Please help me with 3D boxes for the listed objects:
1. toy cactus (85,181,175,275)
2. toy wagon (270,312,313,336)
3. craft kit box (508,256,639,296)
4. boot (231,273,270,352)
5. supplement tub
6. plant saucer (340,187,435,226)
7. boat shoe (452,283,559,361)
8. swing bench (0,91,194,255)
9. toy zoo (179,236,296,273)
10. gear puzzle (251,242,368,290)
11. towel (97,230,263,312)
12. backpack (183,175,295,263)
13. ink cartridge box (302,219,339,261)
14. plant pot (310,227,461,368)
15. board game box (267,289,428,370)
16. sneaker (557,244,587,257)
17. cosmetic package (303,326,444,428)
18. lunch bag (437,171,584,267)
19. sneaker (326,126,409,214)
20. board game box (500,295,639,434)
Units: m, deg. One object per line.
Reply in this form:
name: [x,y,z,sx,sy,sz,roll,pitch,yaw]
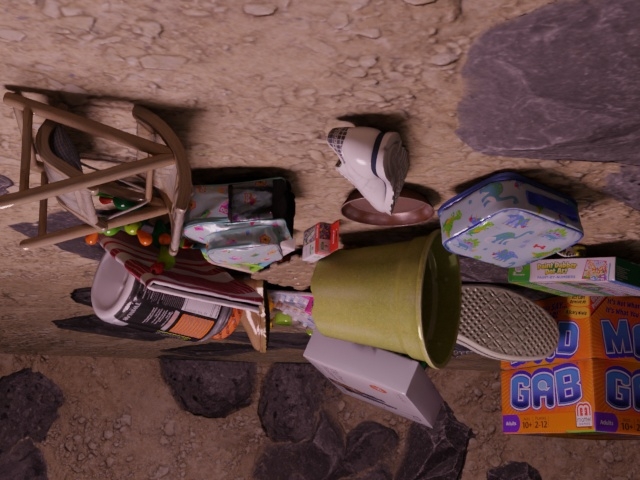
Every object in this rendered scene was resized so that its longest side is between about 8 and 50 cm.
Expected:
toy cactus: [-0.313,-0.030,1.384,0.219,0.112,0.180,35,-147,19]
toy wagon: [0.004,0.243,2.408,0.345,0.068,0.267,4,164,-2]
craft kit box: [0.582,0.083,1.715,0.247,0.060,0.250,-8,164,44]
boot: [-0.268,0.179,2.022,0.270,0.236,0.089,-1,-162,5]
supplement tub: [-0.343,0.124,1.803,0.194,0.193,0.316,-13,155,43]
plant saucer: [0.119,-0.062,1.398,0.169,0.029,0.168,2,165,1]
boat shoe: [0.357,0.204,2.022,0.501,0.186,0.156,8,166,3]
swing bench: [-0.323,-0.086,1.164,0.255,0.165,0.253,1,164,-14]
toy zoo: [-0.178,0.008,1.658,0.192,0.030,0.293,15,161,-21]
gear puzzle: [-0.009,0.048,1.792,0.176,0.044,0.339,16,156,-35]
towel: [-0.274,0.050,1.484,0.237,0.037,0.329,15,-173,-34]
backpack: [-0.145,-0.033,1.345,0.189,0.144,0.166,4,169,5]
ink cartridge box: [0.000,0.000,1.570,0.029,0.062,0.115,10,162,-23]
plant pot: [0.127,0.112,1.594,0.254,0.275,0.276,1,165,25]
board game box: [0.041,0.245,2.101,0.390,0.050,0.390,34,162,-26]
sneaker: [0.509,0.023,1.623,0.083,0.031,0.035,9,163,-22]
cosmetic package: [0.148,0.361,2.050,0.285,0.097,0.377,15,161,25]
lunch bag: [0.325,-0.031,1.330,0.219,0.090,0.176,14,149,-34]
sneaker: [0.075,-0.109,1.178,0.095,0.090,0.235,12,163,15]
board game box: [0.748,0.356,2.153,0.356,0.356,0.356,10,162,-24]
